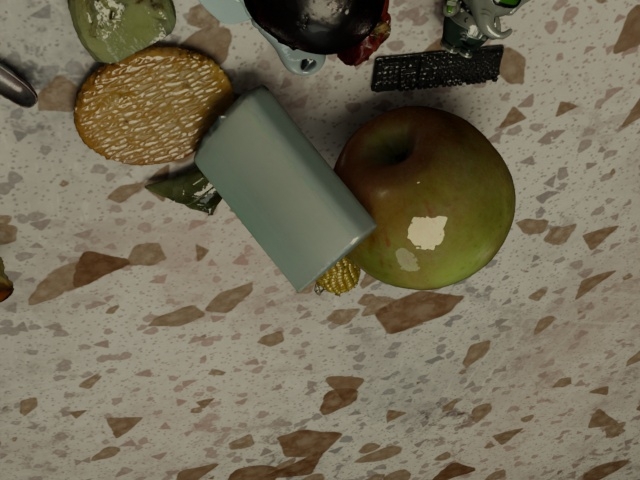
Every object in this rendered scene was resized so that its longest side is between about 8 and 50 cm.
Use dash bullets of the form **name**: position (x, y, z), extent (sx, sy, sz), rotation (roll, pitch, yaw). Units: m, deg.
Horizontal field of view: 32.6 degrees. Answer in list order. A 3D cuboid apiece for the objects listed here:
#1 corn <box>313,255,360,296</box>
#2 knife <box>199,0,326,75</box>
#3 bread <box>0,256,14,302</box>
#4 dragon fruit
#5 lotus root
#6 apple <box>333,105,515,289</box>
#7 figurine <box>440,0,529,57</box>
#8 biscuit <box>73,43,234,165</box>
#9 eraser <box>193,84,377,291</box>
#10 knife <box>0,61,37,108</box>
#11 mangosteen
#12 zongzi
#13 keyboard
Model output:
- **corn**: position (0.000, 0.000, 2.054), extent (0.106, 0.106, 0.293), rotation (-22, 139, 4)
- **knife**: position (-0.115, -0.343, 1.618), extent (0.080, 0.044, 0.331), rotation (-31, 136, 28)
- **bread**: position (-0.732, 0.066, 1.783), extent (0.324, 0.143, 0.333), rotation (-33, 141, 17)
- **dragon fruit**: position (0.074, -0.325, 1.660), extent (0.083, 0.106, 0.162), rotation (-7, 139, -17)
- **lotus root**: position (-0.290, -0.320, 1.537), extent (0.143, 0.070, 0.144), rotation (-29, 142, 13)
- **apple**: position (0.167, -0.079, 1.845), extent (0.319, 0.319, 0.277), rotation (-18, 142, -1)
- **figurine**: position (0.250, -0.370, 1.671), extent (0.147, 0.126, 0.192), rotation (19, 120, -15)
- **biscuit**: position (-0.261, -0.209, 1.721), extent (0.254, 0.035, 0.254), rotation (-13, 143, -10)
- **eraser**: position (-0.062, -0.080, 1.742), extent (0.189, 0.290, 0.104), rotation (-42, 174, 39)
- **knife**: position (-0.503, -0.264, 1.529), extent (0.123, 0.053, 0.278), rotation (-36, 146, 20)
- **mangosteen**: position (0.008, -0.378, 1.503), extent (0.211, 0.211, 0.250), rotation (23, 102, -42)
- **zongzi**: position (-0.207, -0.121, 1.849), extent (0.130, 0.062, 0.154), rotation (21, 123, -26)
- **keyboard**: position (0.198, -0.285, 1.833), extent (0.231, 0.023, 0.072), rotation (-8, 140, -14)
